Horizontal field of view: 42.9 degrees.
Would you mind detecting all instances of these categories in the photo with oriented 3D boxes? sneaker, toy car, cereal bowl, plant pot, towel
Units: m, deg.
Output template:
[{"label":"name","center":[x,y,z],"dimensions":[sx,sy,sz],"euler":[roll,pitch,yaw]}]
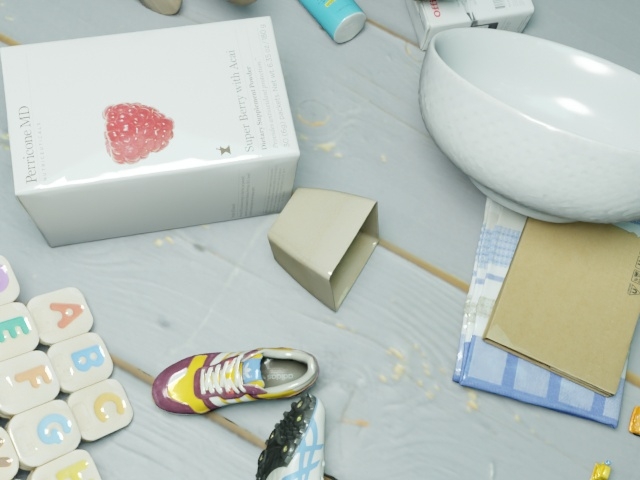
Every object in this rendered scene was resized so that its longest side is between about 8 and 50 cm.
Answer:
[{"label":"sneaker","center":[-0.025,0.283,0.863],"dimensions":[0.086,0.085,0.237],"euler":[20,67,-23]},{"label":"toy car","center":[0.370,0.243,0.937],"dimensions":[0.060,0.040,0.122],"euler":[40,71,8]},{"label":"sneaker","center":[-0.094,0.148,0.893],"dimensions":[0.185,0.084,0.070],"euler":[-9,72,-10]},{"label":"cereal bowl","center":[0.268,-0.122,0.956],"dimensions":[0.339,0.141,0.339],"euler":[12,32,-8]},{"label":"plant pot","center":[0.000,0.000,0.949],"dimensions":[0.096,0.109,0.109],"euler":[27,70,16]},{"label":"towel","center":[0.281,0.064,0.993],"dimensions":[0.209,0.034,0.285],"euler":[15,70,-1]}]

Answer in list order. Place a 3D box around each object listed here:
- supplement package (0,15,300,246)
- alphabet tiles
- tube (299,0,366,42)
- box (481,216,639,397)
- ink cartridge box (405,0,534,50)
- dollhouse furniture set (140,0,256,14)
[{"label":"supplement package","center":[-0.187,-0.119,0.927],"dimensions":[0.293,0.175,0.177],"euler":[-10,73,-9]},{"label":"alphabet tiles","center":[-0.330,0.156,0.816],"dimensions":[0.278,0.021,0.284],"euler":[-18,78,-45]},{"label":"tube","center":[-0.018,-0.356,1.101],"dimensions":[0.080,0.052,0.207],"euler":[-30,70,-21]},{"label":"box","center":[0.300,0.060,0.967],"dimensions":[0.164,0.021,0.201],"euler":[24,71,1]},{"label":"ink cartridge box","center":[0.195,-0.329,1.103],"dimensions":[0.150,0.063,0.109],"euler":[-11,73,-10]},{"label":"dollhouse furniture set","center":[-0.020,-0.449,1.038],"dimensions":[0.394,0.256,0.362],"euler":[6,65,34]}]
